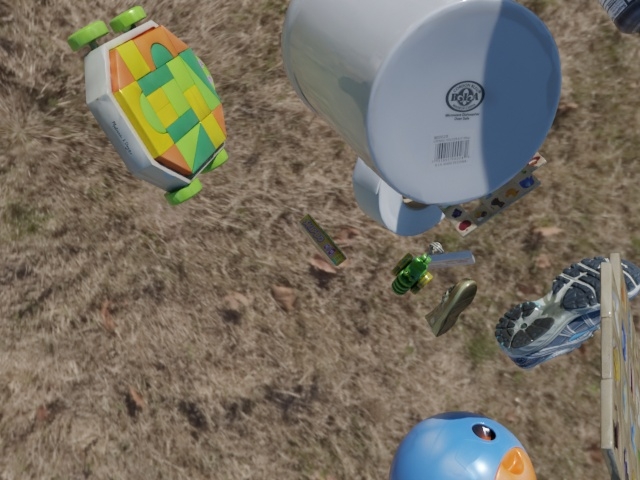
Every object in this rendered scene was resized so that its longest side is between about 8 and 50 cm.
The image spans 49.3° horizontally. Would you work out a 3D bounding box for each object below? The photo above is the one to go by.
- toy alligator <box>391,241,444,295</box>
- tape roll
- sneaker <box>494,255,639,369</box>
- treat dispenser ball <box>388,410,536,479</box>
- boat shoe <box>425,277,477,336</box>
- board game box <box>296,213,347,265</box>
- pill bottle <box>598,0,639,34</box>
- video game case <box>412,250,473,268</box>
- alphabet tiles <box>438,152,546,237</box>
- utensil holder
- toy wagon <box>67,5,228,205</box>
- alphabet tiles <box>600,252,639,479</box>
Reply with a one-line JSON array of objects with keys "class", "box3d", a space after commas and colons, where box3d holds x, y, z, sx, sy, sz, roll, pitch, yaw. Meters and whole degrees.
[{"class": "toy alligator", "box3d": [0.147, 0.053, 1.122, 0.051, 0.190, 0.056, -42, 81, -20]}, {"class": "tape roll", "box3d": [0.214, -0.156, 1.635, 0.286, 0.100, 0.286, -20, 127, -29]}, {"class": "sneaker", "box3d": [0.451, 0.134, 1.259, 0.283, 0.110, 0.122, -29, 130, 4]}, {"class": "treat dispenser ball", "box3d": [0.276, 0.483, 1.371, 0.288, 0.288, 0.288, -4, 100, -23]}, {"class": "boat shoe", "box3d": [0.218, 0.107, 1.191, 0.056, 0.048, 0.153, -23, 151, -26]}, {"class": "board game box", "box3d": [0.000, 0.000, 1.541, 0.039, 0.259, 0.124, -41, 91, -5]}, {"class": "pill bottle", "box3d": [0.536, -0.446, 1.191, 0.130, 0.130, 0.246, -26, 80, -18]}, {"class": "video game case", "box3d": [0.293, 0.051, 1.700, 0.157, 0.143, 0.019, -8, 79, 14]}, {"class": "alphabet tiles", "box3d": [0.359, -0.135, 1.521, 0.237, 0.198, 0.009, -35, 135, 6]}, {"class": "utensil holder", "box3d": [0.144, -0.275, 1.111, 0.327, 0.385, 0.328, -9, 121, -16]}, {"class": "toy wagon", "box3d": [-0.230, -0.221, 1.061, 0.068, 0.344, 0.267, -20, 112, 23]}, {"class": "alphabet tiles", "box3d": [0.291, 0.191, 0.653, 0.342, 0.011, 0.285, 58, 38, -41]}]
